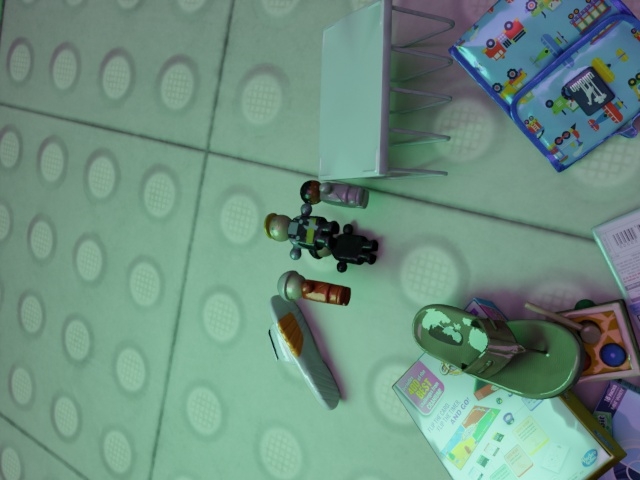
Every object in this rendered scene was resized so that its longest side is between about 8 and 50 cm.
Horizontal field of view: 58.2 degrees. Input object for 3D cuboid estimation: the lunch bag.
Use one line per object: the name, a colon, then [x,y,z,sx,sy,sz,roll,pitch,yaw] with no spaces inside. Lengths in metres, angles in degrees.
lunch bag: [0.390,-0.270,0.911,0.221,0.138,0.293,-43,81,24]

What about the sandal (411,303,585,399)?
sandal: [0.257,0.170,0.901,0.302,0.086,0.120,5,84,46]

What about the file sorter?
file sorter: [0.119,-0.244,1.013,0.193,0.173,0.278,6,95,61]

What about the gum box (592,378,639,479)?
gum box: [0.504,0.322,0.877,0.184,0.041,0.157,28,105,30]

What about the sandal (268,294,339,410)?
sandal: [-0.056,0.241,1.198,0.076,0.102,0.265,-34,75,25]

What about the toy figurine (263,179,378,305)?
toy figurine: [0.000,0.000,1.080,0.148,0.213,0.210,8,131,28]

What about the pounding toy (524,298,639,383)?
pounding toy: [0.412,0.147,0.898,0.130,0.100,0.141,-19,80,31]

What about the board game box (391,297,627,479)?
board game box: [0.288,0.290,0.950,0.242,0.064,0.316,-53,48,22]

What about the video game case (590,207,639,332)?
video game case: [0.610,0.051,0.810,0.329,0.036,0.300,-28,76,29]
